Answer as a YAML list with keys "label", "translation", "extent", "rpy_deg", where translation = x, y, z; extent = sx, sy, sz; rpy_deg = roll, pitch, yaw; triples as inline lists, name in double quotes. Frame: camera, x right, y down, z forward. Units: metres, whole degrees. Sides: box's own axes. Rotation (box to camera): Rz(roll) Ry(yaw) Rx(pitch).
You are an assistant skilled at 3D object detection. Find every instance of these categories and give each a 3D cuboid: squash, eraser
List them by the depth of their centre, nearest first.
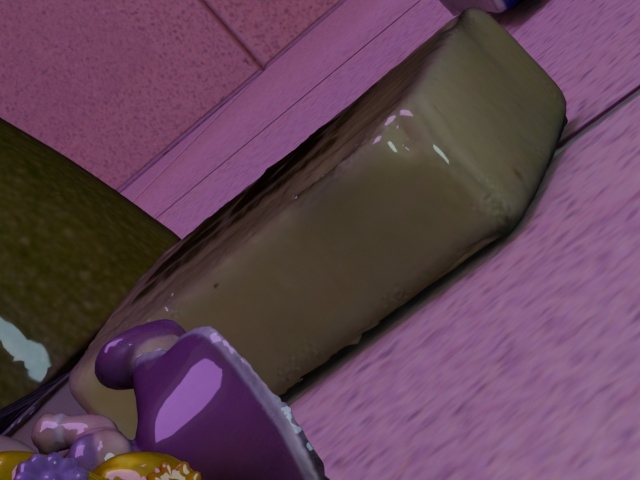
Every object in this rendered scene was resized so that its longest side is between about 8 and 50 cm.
- label: "eraser"
  translation: [0.000, 0.000, 0.684]
  extent: [0.172, 0.058, 0.117]
  rpy_deg: [-38, 8, 28]
- label: "squash"
  translation: [-0.292, -0.003, 1.283]
  extent: [0.310, 0.309, 0.310]
  rpy_deg: [-41, 6, 5]

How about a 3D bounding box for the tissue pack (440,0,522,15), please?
- label: "tissue pack"
  translation: [0.151, -0.260, 1.129]
  extent: [0.269, 0.137, 0.209]
  rpy_deg: [-41, 8, 2]

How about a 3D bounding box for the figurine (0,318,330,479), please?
- label: "figurine"
  translation: [-0.067, 0.088, 0.412]
  extent: [0.156, 0.095, 0.115]
  rpy_deg: [-25, 23, -19]

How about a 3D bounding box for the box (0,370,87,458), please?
- label: "box"
  translation: [-0.175, 0.123, 0.977]
  extent: [0.115, 0.036, 0.177]
  rpy_deg: [-46, 8, -30]
